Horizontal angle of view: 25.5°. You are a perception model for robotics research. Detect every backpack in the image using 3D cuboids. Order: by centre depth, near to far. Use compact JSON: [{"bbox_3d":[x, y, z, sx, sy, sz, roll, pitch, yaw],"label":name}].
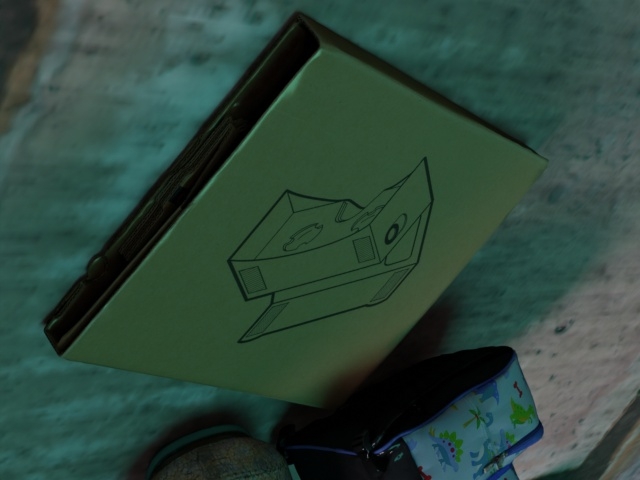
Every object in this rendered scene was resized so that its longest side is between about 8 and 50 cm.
[{"bbox_3d":[0.056,0.108,0.725,0.114,0.084,0.105,-31,-170,-31],"label":"backpack"}]

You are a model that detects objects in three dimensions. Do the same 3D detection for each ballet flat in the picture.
[{"bbox_3d":[-0.035,0.216,0.763,0.107,0.106,0.316,-27,147,-9],"label":"ballet flat"}]

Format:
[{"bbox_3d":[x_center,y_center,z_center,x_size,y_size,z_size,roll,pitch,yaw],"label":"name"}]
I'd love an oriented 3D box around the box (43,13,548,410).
[{"bbox_3d":[0.000,0.000,0.613,0.164,0.021,0.201,-49,147,14],"label":"box"}]
